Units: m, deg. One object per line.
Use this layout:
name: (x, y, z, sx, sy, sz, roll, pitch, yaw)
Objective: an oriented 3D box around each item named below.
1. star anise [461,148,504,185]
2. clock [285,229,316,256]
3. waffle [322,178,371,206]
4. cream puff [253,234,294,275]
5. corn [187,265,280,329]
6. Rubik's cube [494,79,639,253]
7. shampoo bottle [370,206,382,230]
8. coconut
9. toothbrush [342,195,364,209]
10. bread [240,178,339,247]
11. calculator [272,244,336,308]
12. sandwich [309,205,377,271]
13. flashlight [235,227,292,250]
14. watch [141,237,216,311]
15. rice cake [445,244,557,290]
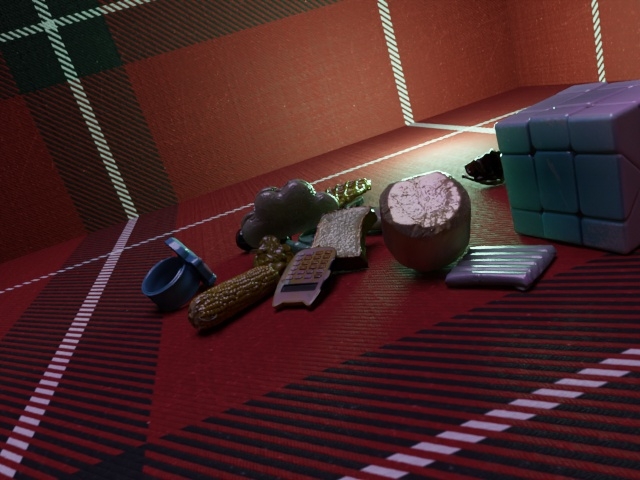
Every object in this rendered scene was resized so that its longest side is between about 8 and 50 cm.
star anise: (0.628, -0.261, 1.747, 0.190, 0.126, 0.220, -20, -9, -6)
clock: (0.000, 0.000, 1.637, 0.211, 0.066, 0.159, -27, 22, -27)
waffle: (0.070, -0.186, 2.069, 0.281, 0.058, 0.301, -15, 17, 33)
cream puff: (-0.152, 0.047, 1.565, 0.146, 0.116, 0.146, -14, 16, 4)
corn: (-0.233, 0.148, 1.367, 0.293, 0.106, 0.106, -30, 23, -36)
Rubik's cube: (0.669, -0.192, 1.194, 0.319, 0.322, 0.316, -26, 22, -22)
shampoo bottle: (0.197, -0.073, 1.647, 0.257, 0.078, 0.127, -1, 14, 32)
coconut: (0.270, -0.044, 1.277, 0.239, 0.244, 0.239, -6, 60, 10)
toothbrush: (0.074, -0.105, 1.923, 0.030, 0.030, 0.304, 2, 27, 45)
bread: (-0.110, -0.101, 1.644, 0.337, 0.183, 0.102, -18, 26, -1)
calculator: (-0.037, 0.098, 1.355, 0.157, 0.033, 0.236, -6, 41, 30)
sandwich: (0.066, -0.004, 1.476, 0.186, 0.065, 0.215, -9, 43, 23)
flashlight: (-0.204, -0.005, 1.795, 0.232, 0.093, 0.093, 1, 26, 37)
watch: (-0.454, 0.124, 1.552, 0.193, 0.211, 0.211, -46, 27, -15)
rice cake: (0.415, 0.059, 1.145, 0.198, 0.037, 0.189, 2, 26, 44)
